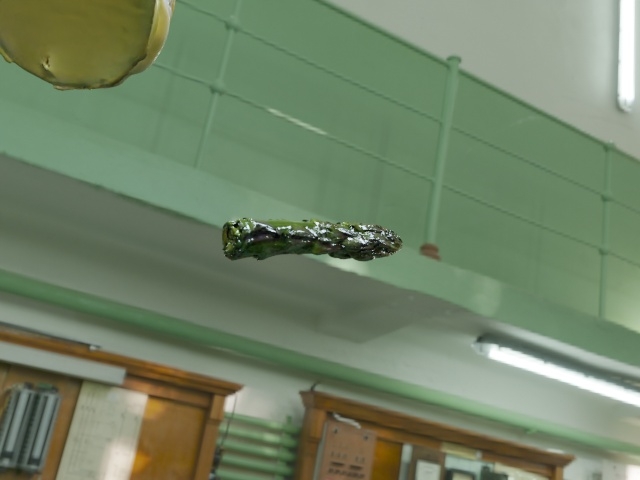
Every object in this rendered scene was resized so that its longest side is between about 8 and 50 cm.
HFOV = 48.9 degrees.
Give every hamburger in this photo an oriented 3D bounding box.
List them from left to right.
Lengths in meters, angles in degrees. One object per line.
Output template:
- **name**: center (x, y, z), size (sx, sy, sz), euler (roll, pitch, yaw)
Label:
- **hamburger**: center (-0.339, -0.364, 1.020), size (0.276, 0.277, 0.237), euler (13, 23, -8)

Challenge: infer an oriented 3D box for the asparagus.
- **asparagus**: center (0.000, 0.000, 0.578), size (0.165, 0.036, 0.030), euler (3, -27, -26)
